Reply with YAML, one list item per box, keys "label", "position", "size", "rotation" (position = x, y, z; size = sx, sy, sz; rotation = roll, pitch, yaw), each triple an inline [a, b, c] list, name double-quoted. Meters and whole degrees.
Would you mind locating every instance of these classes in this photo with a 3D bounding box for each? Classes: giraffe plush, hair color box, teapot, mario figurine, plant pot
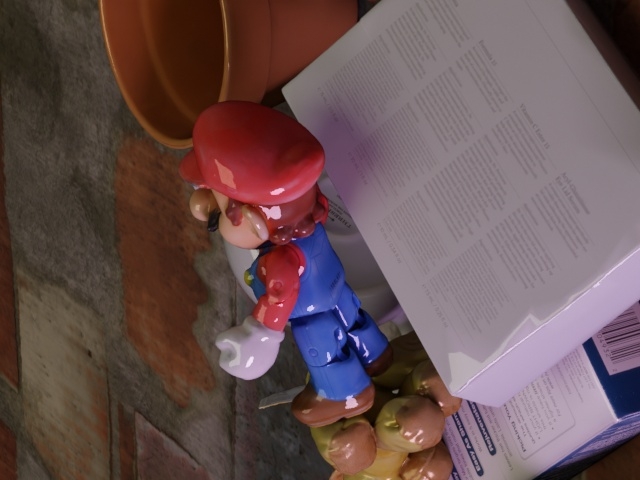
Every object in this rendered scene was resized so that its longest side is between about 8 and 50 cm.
- label: "giraffe plush"
  position: [0.063, 0.211, 1.888]
  size: [0.210, 0.181, 0.170]
  rotation: [-8, 121, 31]
- label: "hair color box"
  position: [0.207, 0.154, 1.876]
  size: [0.347, 0.105, 0.174]
  rotation: [-46, 62, 53]
- label: "teapot"
  position: [0.000, 0.000, 2.038]
  size: [0.187, 0.252, 0.256]
  rotation: [115, 147, -63]
- label: "mario figurine"
  position: [-0.052, 0.014, 1.789]
  size: [0.198, 0.170, 0.321]
  rotation: [-127, 13, -66]
- label: "plant pot"
  position: [-0.094, -0.261, 2.107]
  size: [0.291, 0.203, 0.291]
  rotation: [27, 123, 52]

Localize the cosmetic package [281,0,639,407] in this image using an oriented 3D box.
- label: "cosmetic package"
  position: [0.163, -0.081, 1.730]
  size: [0.284, 0.097, 0.377]
  rotation: [-41, 59, 22]
